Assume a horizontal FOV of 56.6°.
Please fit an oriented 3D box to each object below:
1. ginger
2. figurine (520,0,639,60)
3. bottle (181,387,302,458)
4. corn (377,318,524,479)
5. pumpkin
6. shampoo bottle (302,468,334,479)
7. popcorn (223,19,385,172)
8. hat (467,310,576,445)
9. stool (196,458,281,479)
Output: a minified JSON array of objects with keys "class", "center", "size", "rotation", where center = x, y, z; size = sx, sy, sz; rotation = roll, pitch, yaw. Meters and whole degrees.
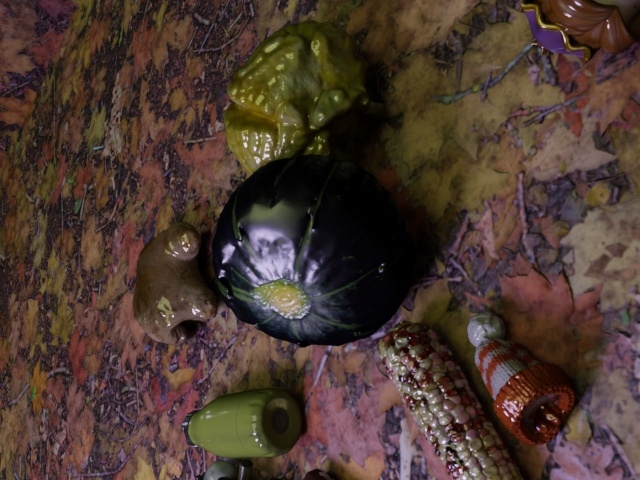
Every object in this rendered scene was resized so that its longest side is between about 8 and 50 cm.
[{"class":"ginger","center":[-0.304,0.081,1.257],"size":[0.275,0.130,0.221],"rotation":[39,101,37]},{"class":"figurine","center":[0.340,-0.324,0.671],"size":[0.264,0.142,0.190],"rotation":[-58,16,22]},{"class":"bottle","center":[-0.153,0.329,1.057],"size":[0.260,0.112,0.112],"rotation":[-21,67,42]},{"class":"corn","center":[0.165,0.226,0.766],"size":[0.092,0.092,0.281],"rotation":[-48,52,28]},{"class":"pumpkin","center":[0.000,0.000,0.879],"size":[0.295,0.295,0.296],"rotation":[-12,74,44]},{"class":"shampoo bottle","center":[0.059,0.420,0.856],"size":[0.236,0.068,0.067],"rotation":[21,97,48]},{"class":"popcorn","center":[-0.033,-0.216,0.974],"size":[0.257,0.224,0.271],"rotation":[-18,63,35]},{"class":"hat","center":[0.228,0.155,0.727],"size":[0.093,0.112,0.162],"rotation":[-38,41,1]},{"class":"stool","center":[-0.143,0.439,1.012],"size":[0.217,0.125,0.121],"rotation":[31,114,53]}]
